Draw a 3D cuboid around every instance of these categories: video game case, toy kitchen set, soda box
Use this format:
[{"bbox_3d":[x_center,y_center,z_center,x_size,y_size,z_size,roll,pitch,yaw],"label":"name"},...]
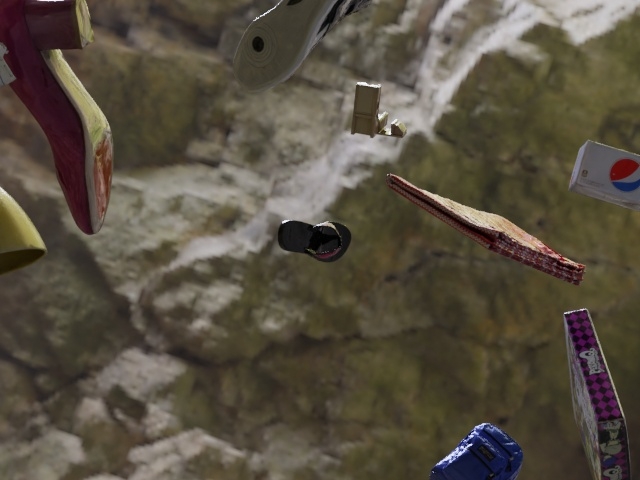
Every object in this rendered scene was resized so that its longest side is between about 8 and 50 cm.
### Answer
[{"bbox_3d":[0.387,0.247,1.805,0.232,0.041,0.210,-94,-8,-54],"label":"video game case"},{"bbox_3d":[0.089,-0.187,1.825,0.083,0.068,0.075,-48,-33,-66],"label":"toy kitchen set"},{"bbox_3d":[0.498,-0.085,1.990,0.069,0.216,0.074,99,-172,-82],"label":"soda box"}]

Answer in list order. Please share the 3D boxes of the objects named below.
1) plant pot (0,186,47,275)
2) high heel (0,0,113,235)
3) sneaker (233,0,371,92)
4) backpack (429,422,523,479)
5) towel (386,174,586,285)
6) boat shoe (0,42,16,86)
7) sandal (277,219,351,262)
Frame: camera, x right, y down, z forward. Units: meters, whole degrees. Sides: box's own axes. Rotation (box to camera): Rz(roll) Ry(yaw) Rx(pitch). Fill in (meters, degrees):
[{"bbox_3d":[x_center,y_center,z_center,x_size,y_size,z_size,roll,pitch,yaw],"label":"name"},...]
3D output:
[{"bbox_3d":[-0.400,-0.013,1.521,0.134,0.134,0.095,50,-158,-81],"label":"plant pot"},{"bbox_3d":[-0.428,-0.190,1.995,0.127,0.181,0.377,-51,-42,-73],"label":"high heel"},{"bbox_3d":[-0.004,-0.258,1.518,0.217,0.079,0.121,-48,-16,32],"label":"sneaker"},{"bbox_3d":[0.229,0.320,1.824,0.120,0.098,0.101,-39,-17,-20],"label":"backpack"},{"bbox_3d":[0.230,-0.016,1.760,0.275,0.199,0.031,19,-78,-52],"label":"towel"},{"bbox_3d":[-0.472,-0.274,1.880,0.100,0.035,0.035,70,170,-22],"label":"boat shoe"},{"bbox_3d":[0.000,0.000,2.066,0.179,0.040,0.067,6,-95,-54],"label":"sandal"}]
